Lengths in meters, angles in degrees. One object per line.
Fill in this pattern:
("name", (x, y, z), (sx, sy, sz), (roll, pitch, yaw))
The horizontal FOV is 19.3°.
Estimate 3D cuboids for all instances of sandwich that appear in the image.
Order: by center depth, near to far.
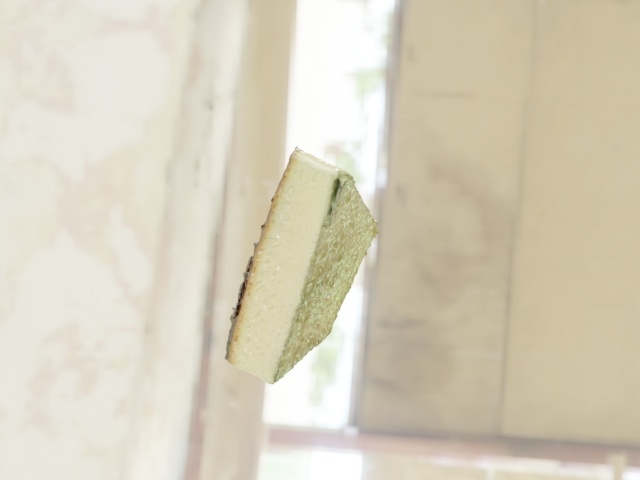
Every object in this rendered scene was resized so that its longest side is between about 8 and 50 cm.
("sandwich", (0.000, 0.000, 1.486), (0.162, 0.058, 0.193), (-39, -29, -59))
